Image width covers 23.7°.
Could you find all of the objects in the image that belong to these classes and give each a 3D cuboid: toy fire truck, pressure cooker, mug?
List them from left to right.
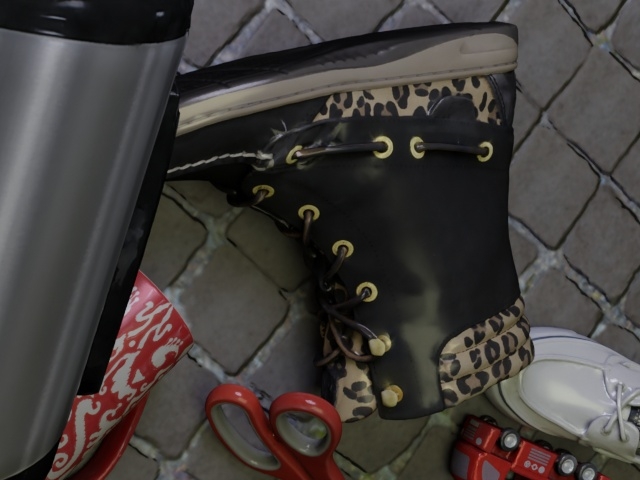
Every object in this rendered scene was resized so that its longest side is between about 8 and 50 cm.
[{"bbox_3d":[-0.291,-0.014,0.812,0.375,0.370,0.420,20,104,4],"label":"pressure cooker"},{"bbox_3d":[-0.183,0.104,1.105,0.113,0.150,0.169,42,73,13],"label":"mug"},{"bbox_3d":[0.180,0.241,1.306,0.192,0.047,0.135,25,89,-25],"label":"toy fire truck"}]

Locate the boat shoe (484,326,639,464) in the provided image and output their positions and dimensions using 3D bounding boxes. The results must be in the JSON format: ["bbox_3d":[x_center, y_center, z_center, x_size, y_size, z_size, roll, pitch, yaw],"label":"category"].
[{"bbox_3d":[0.259,0.140,1.305,0.258,0.084,0.095,16,92,-26],"label":"boat shoe"}]

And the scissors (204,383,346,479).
[{"bbox_3d":[0.005,0.207,1.229,0.297,0.109,0.021,60,33,-41],"label":"scissors"}]

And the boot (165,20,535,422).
[{"bbox_3d":[0.000,0.000,1.143,0.377,0.138,0.284,-17,105,-27],"label":"boot"}]
